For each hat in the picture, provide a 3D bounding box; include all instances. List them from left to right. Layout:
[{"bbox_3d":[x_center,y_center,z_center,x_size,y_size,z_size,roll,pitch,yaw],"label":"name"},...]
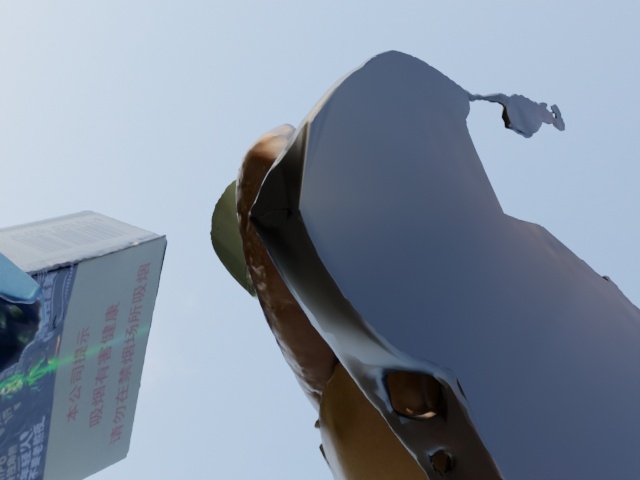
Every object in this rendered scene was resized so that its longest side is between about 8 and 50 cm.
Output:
[{"bbox_3d":[-0.003,0.000,0.938,0.166,0.122,0.081,50,-27,32],"label":"hat"}]

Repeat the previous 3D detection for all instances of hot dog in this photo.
[{"bbox_3d":[0.064,0.056,0.526,0.107,0.194,0.326,-19,-58,35],"label":"hot dog"}]

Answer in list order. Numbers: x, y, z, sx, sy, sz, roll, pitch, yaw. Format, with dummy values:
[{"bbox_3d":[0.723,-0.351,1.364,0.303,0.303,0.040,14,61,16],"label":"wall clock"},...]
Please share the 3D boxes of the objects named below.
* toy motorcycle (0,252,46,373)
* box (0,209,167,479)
[{"bbox_3d":[-0.233,0.063,0.535,0.191,0.200,0.326,119,-15,-51],"label":"toy motorcycle"},{"bbox_3d":[-0.239,0.097,0.880,0.084,0.310,0.198,20,-73,23],"label":"box"}]
